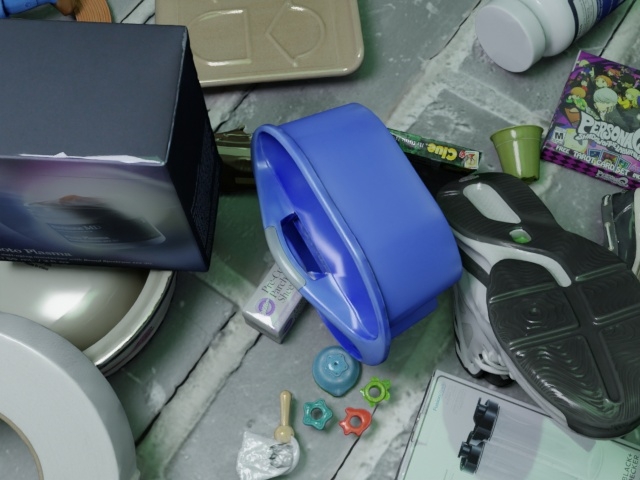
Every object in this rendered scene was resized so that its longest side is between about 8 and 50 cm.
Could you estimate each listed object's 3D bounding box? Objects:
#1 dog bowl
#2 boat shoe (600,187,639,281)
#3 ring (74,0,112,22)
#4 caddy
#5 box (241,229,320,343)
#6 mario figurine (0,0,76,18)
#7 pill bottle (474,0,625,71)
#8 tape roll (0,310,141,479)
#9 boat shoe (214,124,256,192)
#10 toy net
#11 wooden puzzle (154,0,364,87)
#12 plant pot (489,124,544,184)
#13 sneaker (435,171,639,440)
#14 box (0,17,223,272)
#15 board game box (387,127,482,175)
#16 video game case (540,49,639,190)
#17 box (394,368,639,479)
[{"bbox_3d":[-0.389,0.035,1.086,0.407,0.150,0.408,0,66,1],"label":"dog bowl"},{"bbox_3d":[0.446,0.036,1.130,0.079,0.084,0.233,-5,68,40],"label":"boat shoe"},{"bbox_3d":[-0.524,-0.346,1.321,0.336,0.032,0.337,0,67,1],"label":"ring"},{"bbox_3d":[0.022,-0.007,0.986,0.179,0.241,0.341,-24,71,-19],"label":"caddy"},{"bbox_3d":[0.000,0.000,1.144,0.067,0.063,0.324,30,70,13],"label":"box"},{"bbox_3d":[-0.580,-0.369,1.272,0.320,0.170,0.198,-29,32,-22],"label":"mario figurine"},{"bbox_3d":[0.392,-0.402,1.270,0.264,0.153,0.153,-38,71,-15],"label":"pill bottle"},{"bbox_3d":[-0.414,0.275,0.916,0.391,0.072,0.392,0,99,3],"label":"tape roll"},{"bbox_3d":[-0.135,-0.132,1.199,0.257,0.095,0.095,8,52,-2],"label":"boat shoe"},{"bbox_3d":[-0.014,0.252,1.046,0.122,0.045,0.232,40,74,14],"label":"toy net"},{"bbox_3d":[-0.111,-0.394,1.318,0.347,0.080,0.322,-7,66,2],"label":"wooden puzzle"},{"bbox_3d":[0.311,-0.129,1.196,0.083,0.083,0.079,-4,78,-1],"label":"plant pot"},{"bbox_3d":[0.273,0.121,0.954,0.169,0.258,0.448,-14,34,-2],"label":"sneaker"},{"bbox_3d":[-0.287,-0.098,0.903,0.296,0.294,0.183,3,66,2],"label":"box"},{"bbox_3d":[0.157,-0.124,1.101,0.136,0.259,0.030,13,95,8],"label":"board game box"},{"bbox_3d":[0.494,-0.183,1.232,0.232,0.042,0.210,23,67,10],"label":"video game case"},{"bbox_3d":[0.254,0.301,0.995,0.289,0.087,0.169,19,68,8],"label":"box"}]
